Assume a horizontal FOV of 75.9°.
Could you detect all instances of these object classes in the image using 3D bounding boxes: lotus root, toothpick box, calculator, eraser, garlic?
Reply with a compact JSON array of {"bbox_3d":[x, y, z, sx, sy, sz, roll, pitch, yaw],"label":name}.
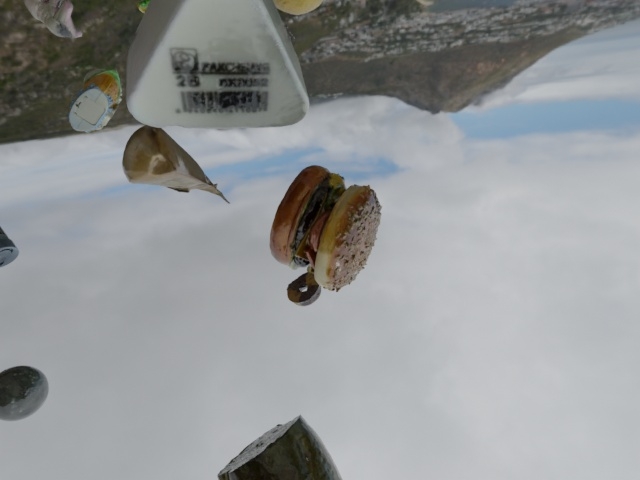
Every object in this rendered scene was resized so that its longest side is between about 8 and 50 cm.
[{"bbox_3d":[-0.048,0.572,0.853,0.250,0.346,0.250,-25,166,-7],"label":"lotus root"},{"bbox_3d":[-1.018,-0.001,1.258,0.153,0.101,0.101,48,-136,12],"label":"toothpick box"},{"bbox_3d":[-0.370,-0.602,1.018,0.146,0.032,0.235,-7,-145,18],"label":"calculator"},{"bbox_3d":[-0.205,-0.318,0.731,0.331,0.331,0.150,-9,-115,-2],"label":"eraser"},{"bbox_3d":[-0.384,-0.174,1.074,0.196,0.151,0.338,37,179,13],"label":"garlic"}]

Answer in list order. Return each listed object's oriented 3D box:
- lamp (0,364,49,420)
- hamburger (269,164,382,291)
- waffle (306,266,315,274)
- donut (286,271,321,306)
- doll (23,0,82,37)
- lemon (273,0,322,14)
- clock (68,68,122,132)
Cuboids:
[{"bbox_3d":[-1.098,0.529,1.464,0.313,0.182,0.182,-2,-160,41],"label":"lamp"},{"bbox_3d":[0.023,-0.026,1.007,0.225,0.291,0.291,23,-149,16],"label":"hamburger"},{"bbox_3d":[0.000,0.000,1.462,0.259,0.293,0.069,-15,-164,46],"label":"waffle"},{"bbox_3d":[-0.059,0.192,1.590,0.140,0.059,0.141,-17,-135,17],"label":"donut"},{"bbox_3d":[-0.829,-0.704,1.254,0.095,0.192,0.149,-49,-178,-24],"label":"doll"},{"bbox_3d":[-0.065,-0.675,1.035,0.186,0.187,0.244,-12,-146,-10],"label":"lemon"},{"bbox_3d":[-0.613,-0.380,1.118,0.231,0.103,0.144,-36,-143,24],"label":"clock"}]
